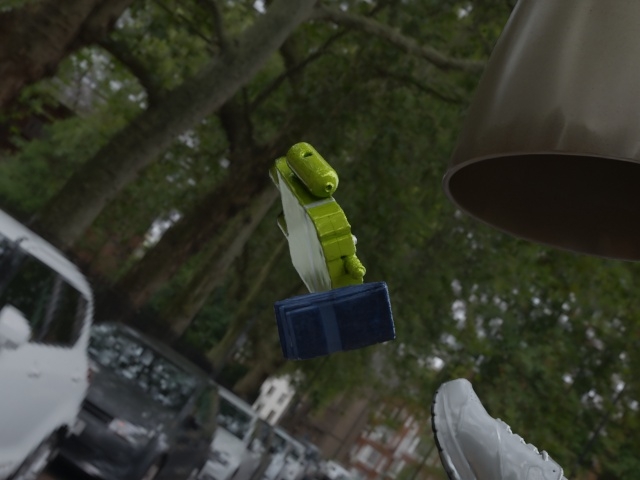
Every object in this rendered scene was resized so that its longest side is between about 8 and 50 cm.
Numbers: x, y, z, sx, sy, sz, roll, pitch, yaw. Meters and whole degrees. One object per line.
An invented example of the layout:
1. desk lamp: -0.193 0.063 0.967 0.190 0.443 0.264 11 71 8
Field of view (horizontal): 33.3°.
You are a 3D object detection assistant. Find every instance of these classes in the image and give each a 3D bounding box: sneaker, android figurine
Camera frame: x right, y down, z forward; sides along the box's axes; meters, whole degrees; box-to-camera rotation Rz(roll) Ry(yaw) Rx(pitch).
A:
1. sneaker: 0.214 0.275 1.225 0.111 0.129 0.297 59 8 -46
2. android figurine: 0.000 0.000 1.417 0.273 0.056 0.248 -127 -156 -54

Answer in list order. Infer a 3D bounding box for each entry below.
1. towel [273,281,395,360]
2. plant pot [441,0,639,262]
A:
1. towel: 0.015 0.082 1.082 0.029 0.119 0.067 -130 -151 -77
2. plant pot: 0.250 -0.149 0.877 0.256 0.274 0.256 12 -14 3
